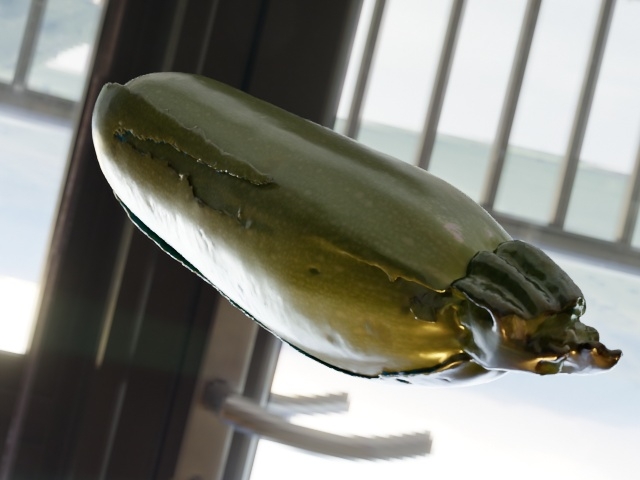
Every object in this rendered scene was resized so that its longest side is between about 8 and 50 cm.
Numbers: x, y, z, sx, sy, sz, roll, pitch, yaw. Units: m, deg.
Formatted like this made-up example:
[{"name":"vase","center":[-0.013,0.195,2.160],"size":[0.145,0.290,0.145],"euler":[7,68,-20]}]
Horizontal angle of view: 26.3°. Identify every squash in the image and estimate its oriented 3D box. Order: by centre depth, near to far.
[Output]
[{"name":"squash","center":[0.000,0.000,0.550],"size":[0.094,0.094,0.341],"euler":[14,-171,-37]}]
